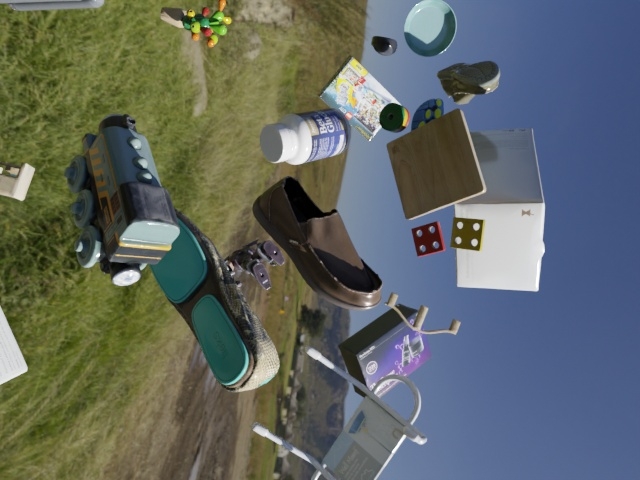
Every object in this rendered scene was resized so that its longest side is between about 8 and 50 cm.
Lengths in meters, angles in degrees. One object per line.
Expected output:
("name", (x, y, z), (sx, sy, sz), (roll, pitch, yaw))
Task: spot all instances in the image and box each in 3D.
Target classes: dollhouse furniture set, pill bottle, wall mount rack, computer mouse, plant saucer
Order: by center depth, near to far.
("pill bottle", (-0.029, -0.198, 0.874), (0.169, 0.094, 0.094), (-23, 133, -40))
("dollhouse furniture set", (-0.707, -0.107, 0.971), (0.129, 0.183, 0.129), (123, -19, -79))
("wall mount rack", (0.042, 0.408, 0.976), (0.350, 0.304, 0.130), (-54, 152, -5))
("plant saucer", (0.247, -0.481, 1.035), (0.021, 0.119, 0.120), (-96, -167, -67))
("computer mouse", (0.179, -0.531, 1.268), (0.242, 0.071, 0.041), (-58, 161, -69))

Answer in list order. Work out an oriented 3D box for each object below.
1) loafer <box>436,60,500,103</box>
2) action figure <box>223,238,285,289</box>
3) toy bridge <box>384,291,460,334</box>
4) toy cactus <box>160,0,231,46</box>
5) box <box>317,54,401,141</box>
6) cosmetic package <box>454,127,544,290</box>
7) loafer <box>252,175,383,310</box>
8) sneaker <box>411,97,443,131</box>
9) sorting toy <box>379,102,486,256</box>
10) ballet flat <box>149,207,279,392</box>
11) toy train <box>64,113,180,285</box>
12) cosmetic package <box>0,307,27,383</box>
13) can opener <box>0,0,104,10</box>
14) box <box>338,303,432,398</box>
("loafer", (0.378, -0.395, 1.153), (0.251, 0.094, 0.088), (-107, 172, -66))
("action figure", (-0.205, 0.066, 1.339), (0.185, 0.099, 0.285), (-46, -161, -19))
("toy bridge", (0.243, 0.189, 1.115), (0.026, 0.188, 0.063), (99, 14, -87))
("toy cactus", (-0.351, -0.617, 1.269), (0.219, 0.180, 0.112), (-84, -172, -50))
("box", (0.128, -0.457, 1.485), (0.159, 0.233, 0.044), (-46, -152, 16))
("cosmetic package", (0.372, -0.082, 0.954), (0.366, 0.155, 0.197), (-57, 143, -52))
("loafer", (0.000, 0.000, 0.989), (0.133, 0.366, 0.130), (-32, 162, -53))
("sneaker", (0.249, -0.238, 1.071), (0.078, 0.067, 0.188), (-8, 107, -63))
("sorting toy", (0.186, -0.106, 0.715), (0.046, 0.132, 0.275), (1, 72, -50))
("ballet flat", (-0.248, 0.127, 1.048), (0.164, 0.483, 0.182), (-43, 156, 13))
("toy train", (-0.376, -0.085, 0.865), (0.190, 0.142, 0.334), (-40, -121, 28))
("cosmetic package", (-0.690, 0.226, 0.837), (0.184, 0.151, 0.152), (-53, 120, -85))
("can opener", (-0.462, -0.390, 0.679), (0.074, 0.280, 0.093), (-45, 142, -71))
("box", (0.206, 0.345, 1.422), (0.103, 0.261, 0.185), (8, -57, 59))
